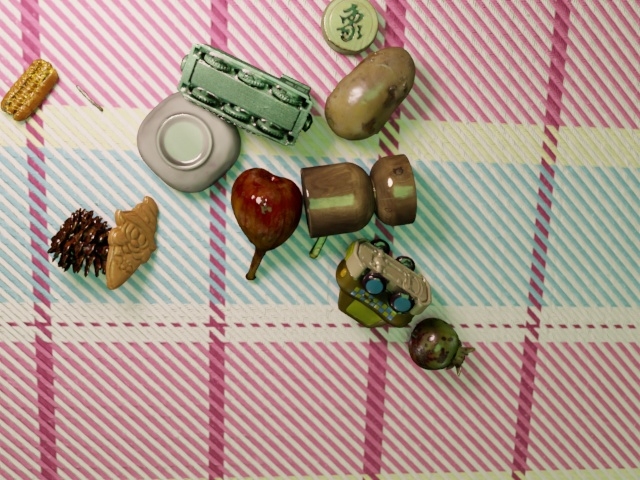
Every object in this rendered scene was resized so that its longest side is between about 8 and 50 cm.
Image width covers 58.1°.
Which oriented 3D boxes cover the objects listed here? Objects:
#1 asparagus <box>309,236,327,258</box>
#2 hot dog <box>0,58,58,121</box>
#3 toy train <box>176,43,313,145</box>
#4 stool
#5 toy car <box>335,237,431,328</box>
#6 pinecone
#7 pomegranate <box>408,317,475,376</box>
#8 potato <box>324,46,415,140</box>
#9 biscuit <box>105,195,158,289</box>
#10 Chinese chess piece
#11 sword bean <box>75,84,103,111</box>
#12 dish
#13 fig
[{"bbox_3d":[0.001,0.000,1.522,0.025,0.021,0.108,28,95,-8],"label":"asparagus"},{"bbox_3d":[-0.695,-0.362,1.382,0.071,0.045,0.165,41,94,-8],"label":"hot dog"},{"bbox_3d":[-0.167,-0.353,1.373,0.330,0.178,0.139,26,115,-5],"label":"toy train"},{"bbox_3d":[0.089,-0.110,1.434,0.263,0.179,0.179,-9,100,-4],"label":"stool"},{"bbox_3d":[0.142,0.134,1.495,0.247,0.204,0.198,32,118,-8],"label":"toy car"},{"bbox_3d":[-0.564,0.016,1.408,0.165,0.163,0.163,35,94,-24],"label":"pinecone"},{"bbox_3d":[0.315,0.287,1.552,0.148,0.148,0.169,-47,126,3],"label":"pomegranate"},{"bbox_3d":[0.122,-0.361,1.407,0.165,0.165,0.262,37,101,-10],"label":"potato"},{"bbox_3d":[-0.461,0.005,1.412,0.035,0.162,0.250,9,70,30],"label":"biscuit"},{"bbox_3d":[0.072,-0.534,1.425,0.143,0.058,0.144,-1,100,-5],"label":"Chinese chess piece"},{"bbox_3d":[-0.568,-0.349,1.414,0.012,0.012,0.083,-45,101,2],"label":"sword bean"},{"bbox_3d":[-0.324,-0.239,1.403,0.255,0.117,0.257,-1,99,-5],"label":"dish"},{"bbox_3d":[-0.134,-0.043,1.460,0.190,0.191,0.290,-7,135,-5],"label":"fig"}]
